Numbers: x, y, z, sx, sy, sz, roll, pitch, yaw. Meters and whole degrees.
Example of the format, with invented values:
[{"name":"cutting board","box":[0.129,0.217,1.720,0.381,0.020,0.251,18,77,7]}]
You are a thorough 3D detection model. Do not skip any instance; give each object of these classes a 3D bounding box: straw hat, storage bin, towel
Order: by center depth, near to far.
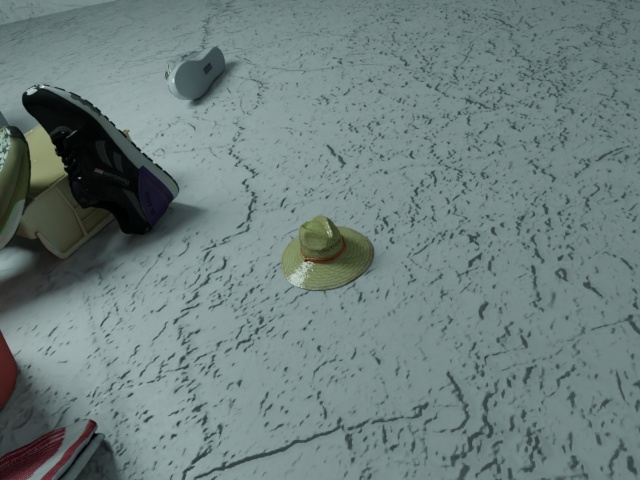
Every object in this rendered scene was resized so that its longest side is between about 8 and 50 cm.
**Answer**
[{"name":"towel","box":[-0.376,0.260,0.509,0.329,0.037,0.237,-22,-1,-13]},{"name":"straw hat","box":[0.000,0.000,0.806,0.144,0.061,0.144,-9,37,7]},{"name":"storage bin","box":[-0.500,-0.101,1.058,0.262,0.123,0.260,12,46,31]}]

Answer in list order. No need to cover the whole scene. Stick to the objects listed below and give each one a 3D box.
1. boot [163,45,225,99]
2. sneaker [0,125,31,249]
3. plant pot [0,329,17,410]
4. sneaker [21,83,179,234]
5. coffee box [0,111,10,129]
[{"name":"boot","box":[-0.346,-0.415,1.440,0.123,0.095,0.258,-5,30,22]},{"name":"sneaker","box":[-0.602,-0.021,0.840,0.410,0.182,0.158,-47,59,2]},{"name":"plant pot","box":[-0.518,0.125,0.677,0.275,0.243,0.275,-10,38,8]},{"name":"sneaker","box":[-0.369,-0.122,0.919,0.107,0.283,0.124,-15,40,52]},{"name":"coffee box","box":[-0.904,-0.268,1.230,0.334,0.338,0.338,-29,40,-16]}]
